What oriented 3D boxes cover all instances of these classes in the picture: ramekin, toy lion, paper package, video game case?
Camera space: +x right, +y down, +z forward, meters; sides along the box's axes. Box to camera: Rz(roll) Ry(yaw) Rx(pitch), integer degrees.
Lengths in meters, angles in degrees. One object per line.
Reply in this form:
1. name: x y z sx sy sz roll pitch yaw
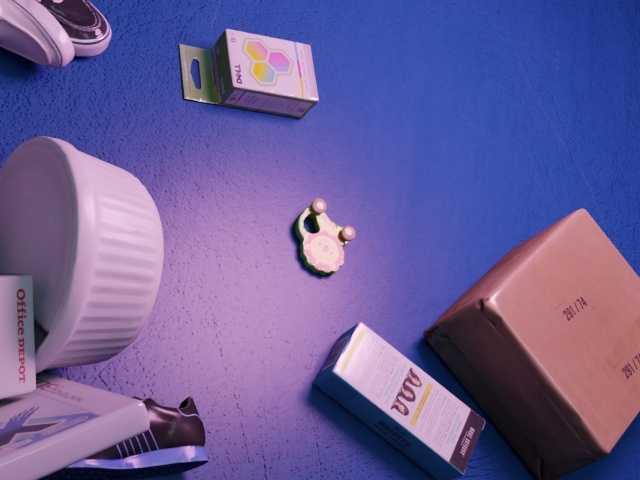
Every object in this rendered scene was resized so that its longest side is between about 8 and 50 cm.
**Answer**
1. ramekin: -0.293 0.024 1.086 0.127 0.273 0.272 11 59 -42
2. toy lion: 0.000 0.000 1.425 0.100 0.034 0.096 44 58 -4
3. paper package: 0.381 0.160 1.485 0.309 0.168 0.325 52 50 1
4. video game case: -0.381 0.207 0.910 0.329 0.300 0.036 -19 103 -38

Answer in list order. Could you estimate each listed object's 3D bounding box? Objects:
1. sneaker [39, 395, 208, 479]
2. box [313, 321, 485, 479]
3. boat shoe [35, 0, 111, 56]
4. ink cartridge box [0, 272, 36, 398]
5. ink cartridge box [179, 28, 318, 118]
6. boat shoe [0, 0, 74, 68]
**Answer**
1. sneaker: -0.245 0.236 1.114 0.232 0.081 0.090 5 59 -37
2. box: 0.116 0.235 1.347 0.244 0.060 0.100 39 51 -8
3. boat shoe: -0.422 -0.380 1.318 0.301 0.102 0.108 37 51 -9
4. ink cartridge box: -0.398 0.100 0.945 0.176 0.127 0.128 -2 93 -52
5. ink cartridge box: -0.112 -0.267 1.477 0.209 0.062 0.109 5 63 -29
6. boat shoe: -0.464 -0.309 1.261 0.267 0.096 0.088 37 55 -8
